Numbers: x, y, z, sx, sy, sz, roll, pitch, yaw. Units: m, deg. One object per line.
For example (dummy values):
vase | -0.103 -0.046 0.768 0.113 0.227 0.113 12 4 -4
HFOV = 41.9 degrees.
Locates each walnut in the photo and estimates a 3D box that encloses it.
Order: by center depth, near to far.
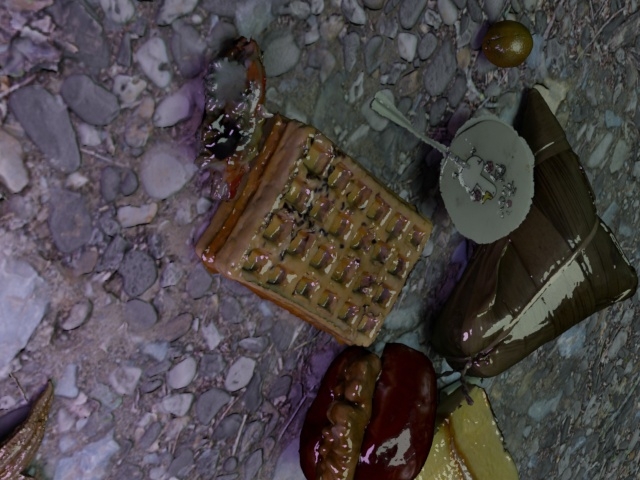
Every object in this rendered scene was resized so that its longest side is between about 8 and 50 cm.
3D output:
walnut | 0.074 0.300 1.427 0.244 0.221 0.269 26 72 -55

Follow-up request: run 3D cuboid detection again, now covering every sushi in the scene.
sushi | -0.119 -0.159 1.114 0.103 0.097 0.226 -4 107 -41

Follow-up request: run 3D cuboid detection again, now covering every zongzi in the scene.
zongzi | 0.321 0.010 1.643 0.500 0.218 0.467 -29 95 -16

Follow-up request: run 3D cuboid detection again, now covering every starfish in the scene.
starfish | -0.426 0.295 1.040 0.235 0.062 0.277 35 85 -41

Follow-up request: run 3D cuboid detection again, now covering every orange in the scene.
orange | 0.336 -0.354 1.506 0.095 0.085 0.085 -6 111 -36

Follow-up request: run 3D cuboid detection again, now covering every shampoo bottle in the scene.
shampoo bottle | 0.308 0.317 1.796 0.141 0.034 0.049 -22 116 -40

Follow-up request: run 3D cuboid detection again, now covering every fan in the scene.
fan | 0.241 -0.141 1.465 0.414 0.012 0.233 26 77 -32

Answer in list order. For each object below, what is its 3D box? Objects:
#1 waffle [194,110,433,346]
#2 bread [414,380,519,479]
waffle | 0.000 0.000 1.297 0.376 0.114 0.261 33 85 -47
bread | 0.265 0.441 1.603 0.263 0.236 0.198 -35 168 -33
